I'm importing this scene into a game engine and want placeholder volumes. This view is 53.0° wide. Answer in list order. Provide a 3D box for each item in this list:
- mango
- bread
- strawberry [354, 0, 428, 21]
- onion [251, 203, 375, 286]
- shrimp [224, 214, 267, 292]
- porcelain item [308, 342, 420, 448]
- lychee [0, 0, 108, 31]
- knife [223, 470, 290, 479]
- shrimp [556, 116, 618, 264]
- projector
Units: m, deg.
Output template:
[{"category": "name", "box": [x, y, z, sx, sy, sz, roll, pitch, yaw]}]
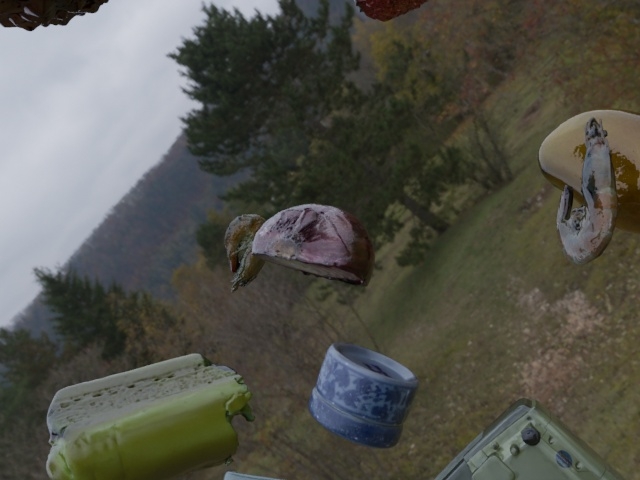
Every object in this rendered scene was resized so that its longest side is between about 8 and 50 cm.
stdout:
[{"category": "mango", "box": [0.564, -0.138, 1.211, 0.173, 0.317, 0.211, 18, -76, -52]}, {"category": "bread", "box": [-0.339, 0.370, 1.259, 0.377, 0.208, 0.251, -9, 19, -26]}, {"category": "strawberry", "box": [0.112, -0.403, 0.957, 0.148, 0.131, 0.131, -18, 16, 14]}, {"category": "onion", "box": [0.000, 0.000, 0.905, 0.206, 0.151, 0.098, 10, 80, 37]}, {"category": "shrimp", "box": [-0.158, 0.028, 1.351, 0.042, 0.101, 0.190, -85, 13, -64]}, {"category": "porcelain item", "box": [0.062, 0.230, 0.949, 0.147, 0.147, 0.114, -126, 56, -83]}, {"category": "lychee", "box": [-0.424, -0.558, 0.920, 0.424, 0.425, 0.499, 169, 112, -78]}, {"category": "knife", "box": [-0.064, 0.362, 0.950, 0.044, 0.162, 0.023, 79, -162, -67]}, {"category": "shrimp", "box": [0.438, -0.082, 1.071, 0.143, 0.052, 0.250, 148, 137, -70]}, {"category": "projector", "box": [0.193, 0.320, 0.660, 0.269, 0.193, 0.088, -50, -16, 10]}]
